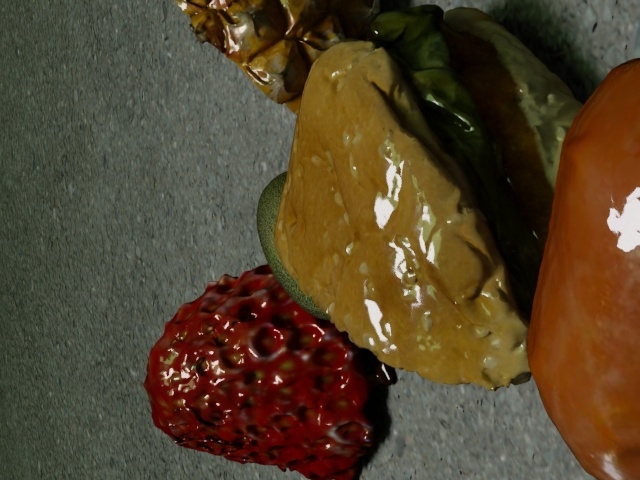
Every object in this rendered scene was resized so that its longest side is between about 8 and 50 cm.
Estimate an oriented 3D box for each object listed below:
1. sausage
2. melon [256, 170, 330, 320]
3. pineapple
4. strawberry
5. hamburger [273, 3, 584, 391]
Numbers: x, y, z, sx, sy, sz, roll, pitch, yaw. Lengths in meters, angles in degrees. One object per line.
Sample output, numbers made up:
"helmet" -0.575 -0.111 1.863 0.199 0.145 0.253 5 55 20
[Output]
"sausage" 0.196 0.020 0.742 0.141 0.153 0.268 43 133 45
"melon" 0.000 0.000 1.192 0.162 0.099 0.099 -121 36 -44
"pineapple" -0.017 -0.199 1.098 0.164 0.140 0.250 -35 97 26
"strawberry" -0.062 0.131 1.267 0.234 0.178 0.234 43 139 53
"hamburger" 0.072 -0.055 0.970 0.330 0.162 0.209 -139 48 -60
